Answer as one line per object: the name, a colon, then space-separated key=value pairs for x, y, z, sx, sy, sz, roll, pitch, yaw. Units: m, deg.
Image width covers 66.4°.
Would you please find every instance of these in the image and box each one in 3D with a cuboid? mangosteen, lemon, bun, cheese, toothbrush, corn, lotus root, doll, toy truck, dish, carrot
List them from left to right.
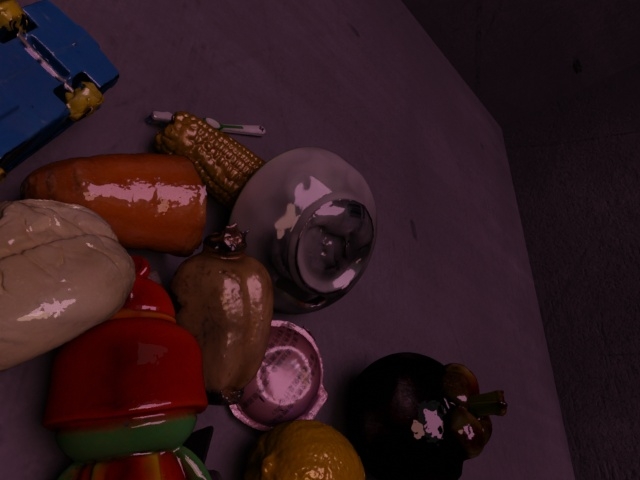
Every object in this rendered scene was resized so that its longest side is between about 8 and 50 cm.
toy truck: x=-0.405 y=-0.142 z=0.562 sx=0.161 sy=0.162 sz=0.385 roll=48 pitch=38 yaw=-23
bun: x=-0.329 y=0.035 z=0.527 sx=0.229 sy=0.229 sz=0.145 roll=-43 pitch=125 yaw=-53
carrot: x=-0.286 y=-0.052 z=0.679 sx=0.225 sy=0.159 sz=0.159 roll=-2 pitch=72 yaw=-48
doll: x=-0.231 y=0.180 z=0.590 sx=0.183 sy=0.160 sz=0.363 roll=-5 pitch=60 yaw=-11
toothbrush: x=-0.210 y=-0.229 z=0.971 sx=0.304 sy=0.030 sz=0.030 roll=-11 pitch=79 yaw=-54
lotus root: x=-0.148 y=0.107 z=0.722 sx=0.154 sy=0.140 sz=0.256 roll=5 pitch=82 yaw=-28
corn: x=-0.142 y=-0.104 z=0.917 sx=0.363 sy=0.120 sz=0.120 roll=35 pitch=46 yaw=-33
cheese: x=-0.102 y=0.200 z=0.816 sx=0.286 sy=0.074 sz=0.189 roll=42 pitch=63 yaw=-13
lemon: x=-0.024 y=0.371 z=0.754 sx=0.193 sy=0.181 sz=0.180 roll=14 pitch=60 yaw=-51
dish: x=0.000 y=0.000 z=0.888 sx=0.324 sy=0.124 sz=0.324 roll=-14 pitch=114 yaw=-35
mangosteen: x=0.210 y=0.343 z=0.951 sx=0.275 sy=0.302 sz=0.275 roll=53 pitch=25 yaw=-38

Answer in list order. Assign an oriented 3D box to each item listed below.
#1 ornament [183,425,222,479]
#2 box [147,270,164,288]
ornament: x=-0.150 y=0.361 z=0.692 sx=0.081 sy=0.088 sz=0.203 roll=-96 pitch=161 yaw=-62
box: x=-0.255 y=0.092 z=0.749 sx=0.046 sy=0.012 sz=0.083 roll=-24 pitch=91 yaw=-53
